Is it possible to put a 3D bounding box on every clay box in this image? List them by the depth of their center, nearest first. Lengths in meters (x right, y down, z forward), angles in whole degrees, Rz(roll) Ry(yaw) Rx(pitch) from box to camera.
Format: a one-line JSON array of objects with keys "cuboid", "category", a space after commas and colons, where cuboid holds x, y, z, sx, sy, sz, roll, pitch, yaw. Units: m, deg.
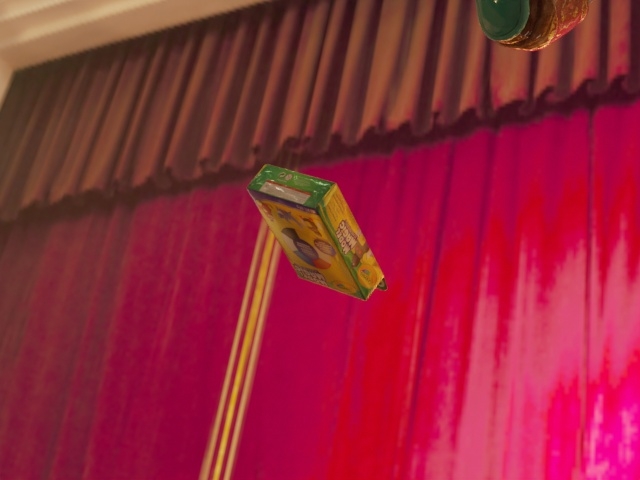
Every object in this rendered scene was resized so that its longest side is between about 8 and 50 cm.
[{"cuboid": [0.000, 0.000, 1.646, 0.127, 0.053, 0.222, 18, -31, 39], "category": "clay box"}]

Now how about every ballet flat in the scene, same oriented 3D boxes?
[{"cuboid": [0.191, -0.345, 1.104, 0.124, 0.342, 0.116, -12, 6, -34], "category": "ballet flat"}]

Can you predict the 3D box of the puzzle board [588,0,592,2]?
[{"cuboid": [0.298, -0.284, 1.383, 0.011, 0.096, 0.128, 43, -35, -13], "category": "puzzle board"}]
